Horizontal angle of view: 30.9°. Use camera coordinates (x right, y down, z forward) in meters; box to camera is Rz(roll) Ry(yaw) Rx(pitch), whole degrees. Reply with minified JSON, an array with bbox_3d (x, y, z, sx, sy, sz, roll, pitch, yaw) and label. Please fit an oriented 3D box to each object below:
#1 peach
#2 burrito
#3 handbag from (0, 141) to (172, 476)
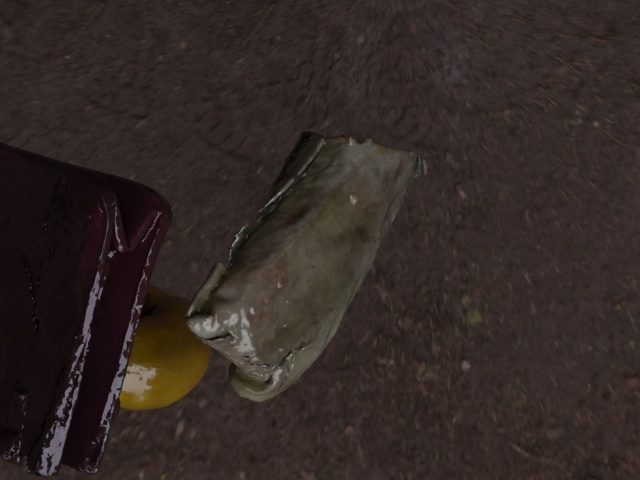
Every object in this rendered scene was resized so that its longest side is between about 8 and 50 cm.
[{"bbox_3d":[-0.204,0.104,1.236,0.179,0.179,0.103,19,115,-1],"label":"peach"},{"bbox_3d":[0.000,-0.009,1.071,0.107,0.348,0.175,23,146,19],"label":"burrito"},{"bbox_3d":[-0.203,0.046,0.821,0.203,0.074,0.216,14,92,44],"label":"handbag"}]
